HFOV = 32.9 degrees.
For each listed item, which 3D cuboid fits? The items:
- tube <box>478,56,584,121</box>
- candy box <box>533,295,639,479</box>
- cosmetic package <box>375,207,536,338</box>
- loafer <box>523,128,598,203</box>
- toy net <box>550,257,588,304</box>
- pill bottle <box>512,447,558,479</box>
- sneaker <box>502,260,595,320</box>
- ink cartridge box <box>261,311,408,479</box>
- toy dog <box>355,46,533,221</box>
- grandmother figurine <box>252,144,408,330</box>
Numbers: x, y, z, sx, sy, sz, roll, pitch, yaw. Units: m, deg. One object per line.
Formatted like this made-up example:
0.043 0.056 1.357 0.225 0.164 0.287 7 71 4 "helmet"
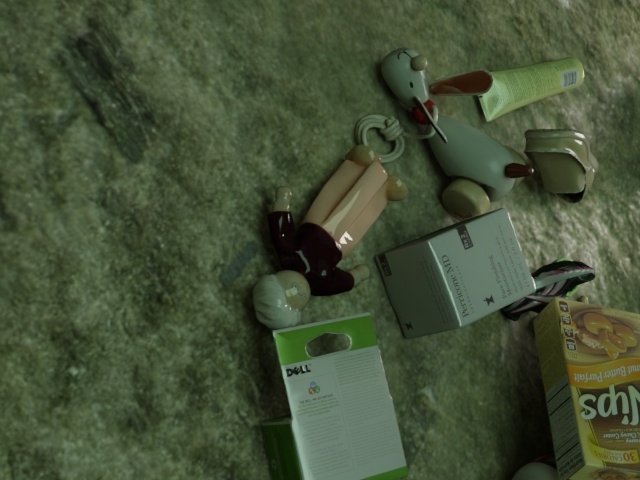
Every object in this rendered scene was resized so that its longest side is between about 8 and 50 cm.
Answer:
0.384 -0.291 2.020 0.240 0.062 0.070 -19 47 -29 "tube"
0.473 0.259 1.810 0.182 0.087 0.317 11 50 -16 "candy box"
0.220 0.054 1.778 0.183 0.151 0.151 -22 91 -34 "cosmetic package"
0.437 -0.132 1.945 0.268 0.101 0.092 23 72 -56 "loafer"
0.472 0.145 1.986 0.232 0.045 0.122 48 59 -16 "toy net"
0.423 0.427 1.824 0.283 0.161 0.161 -19 90 -34 "pill bottle"
0.398 0.090 1.916 0.178 0.072 0.077 -16 104 4 "sneaker"
0.009 0.252 1.635 0.188 0.097 0.255 -8 83 -33 "ink cartridge box"
0.242 -0.182 1.837 0.333 0.161 0.220 34 63 -23 "toy dog"
0.000 0.000 1.682 0.208 0.104 0.342 40 58 -10 "grandmother figurine"
